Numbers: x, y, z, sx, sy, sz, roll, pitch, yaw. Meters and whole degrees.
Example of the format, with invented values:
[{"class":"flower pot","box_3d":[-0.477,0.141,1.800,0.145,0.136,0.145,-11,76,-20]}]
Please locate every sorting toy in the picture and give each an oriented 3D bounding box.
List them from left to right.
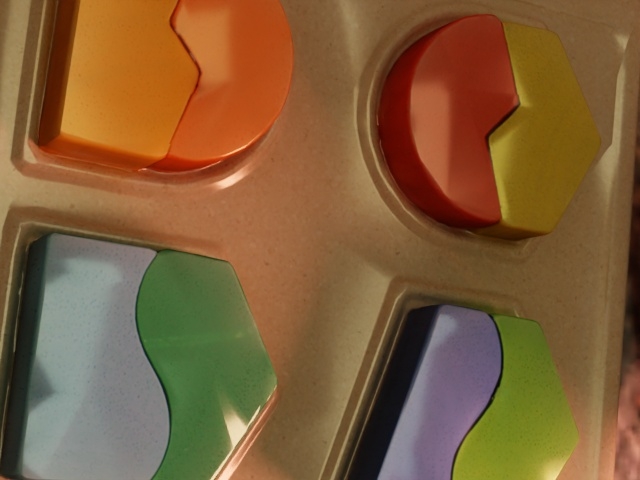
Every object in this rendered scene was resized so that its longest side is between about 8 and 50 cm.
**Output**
[{"class":"sorting toy","box_3d":[0.000,0.000,0.394,0.193,0.038,0.208,10,74,-24]}]
